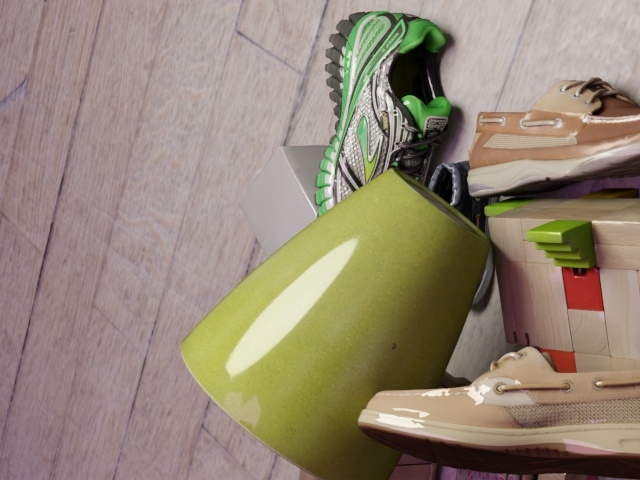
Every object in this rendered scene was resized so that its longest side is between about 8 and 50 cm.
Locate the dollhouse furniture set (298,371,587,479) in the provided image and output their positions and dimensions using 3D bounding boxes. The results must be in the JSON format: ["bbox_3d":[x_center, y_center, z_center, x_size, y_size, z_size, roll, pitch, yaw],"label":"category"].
[{"bbox_3d":[0.119,0.333,1.671,0.355,0.174,0.303,-145,59,-62],"label":"dollhouse furniture set"}]

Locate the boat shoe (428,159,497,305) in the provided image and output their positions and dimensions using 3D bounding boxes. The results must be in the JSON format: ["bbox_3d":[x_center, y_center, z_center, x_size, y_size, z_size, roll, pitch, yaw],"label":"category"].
[{"bbox_3d":[0.161,-0.009,1.733,0.065,0.083,0.183,17,106,47],"label":"boat shoe"}]

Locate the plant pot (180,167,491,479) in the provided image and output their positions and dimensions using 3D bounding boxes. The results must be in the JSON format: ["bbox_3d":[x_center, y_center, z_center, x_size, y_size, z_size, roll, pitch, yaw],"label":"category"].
[{"bbox_3d":[0.043,0.076,1.569,0.293,0.275,0.275,-54,52,9],"label":"plant pot"}]

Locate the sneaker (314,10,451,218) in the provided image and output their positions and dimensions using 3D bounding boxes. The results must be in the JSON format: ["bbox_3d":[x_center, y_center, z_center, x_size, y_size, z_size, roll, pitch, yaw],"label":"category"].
[{"bbox_3d":[0.083,-0.113,1.775,0.146,0.134,0.343,3,95,48],"label":"sneaker"}]

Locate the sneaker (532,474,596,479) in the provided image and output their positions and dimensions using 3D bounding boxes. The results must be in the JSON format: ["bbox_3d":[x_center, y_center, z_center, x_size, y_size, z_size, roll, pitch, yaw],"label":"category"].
[{"bbox_3d":[0.260,0.264,1.665,0.075,0.063,0.170,-54,52,40],"label":"sneaker"}]

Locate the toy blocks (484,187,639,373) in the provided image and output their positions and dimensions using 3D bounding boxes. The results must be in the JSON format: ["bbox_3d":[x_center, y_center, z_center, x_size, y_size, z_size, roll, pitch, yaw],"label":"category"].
[{"bbox_3d":[0.330,0.093,1.506,0.381,0.191,0.260,3,106,50],"label":"toy blocks"}]

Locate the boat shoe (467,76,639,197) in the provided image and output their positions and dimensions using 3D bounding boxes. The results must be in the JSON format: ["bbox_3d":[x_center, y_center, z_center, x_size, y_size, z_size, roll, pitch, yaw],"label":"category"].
[{"bbox_3d":[0.279,-0.121,1.566,0.324,0.123,0.116,-9,84,47],"label":"boat shoe"}]

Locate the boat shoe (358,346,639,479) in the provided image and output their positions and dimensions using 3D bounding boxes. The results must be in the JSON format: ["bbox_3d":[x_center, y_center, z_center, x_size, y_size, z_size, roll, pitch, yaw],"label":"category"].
[{"bbox_3d":[0.208,0.167,1.420,0.341,0.121,0.110,2,70,15],"label":"boat shoe"}]

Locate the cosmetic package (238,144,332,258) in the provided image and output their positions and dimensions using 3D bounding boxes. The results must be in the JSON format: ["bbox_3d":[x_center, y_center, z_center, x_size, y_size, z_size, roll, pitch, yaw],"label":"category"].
[{"bbox_3d":[0.000,0.000,1.906,0.127,0.107,0.238,-48,56,40],"label":"cosmetic package"}]
